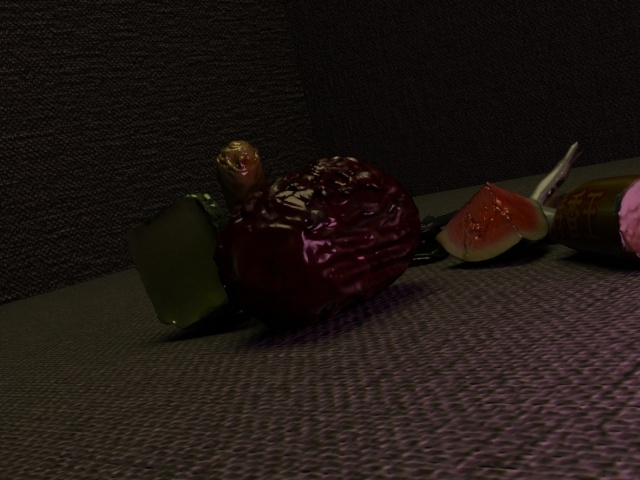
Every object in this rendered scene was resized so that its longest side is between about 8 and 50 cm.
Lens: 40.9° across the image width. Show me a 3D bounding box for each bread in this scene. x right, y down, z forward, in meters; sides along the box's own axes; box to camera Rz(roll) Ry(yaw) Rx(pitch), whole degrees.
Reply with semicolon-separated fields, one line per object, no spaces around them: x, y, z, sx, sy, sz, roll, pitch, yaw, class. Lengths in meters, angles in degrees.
-0.102;-0.019;1.416;0.077;0.367;0.084;-21;51;-8;bread

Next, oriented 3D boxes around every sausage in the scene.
0.411;-0.038;1.220;0.117;0.125;0.317;28;0;-8;sausage

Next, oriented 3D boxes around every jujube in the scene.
0.000;0.000;1.279;0.259;0.258;0.377;-10;-1;31;jujube

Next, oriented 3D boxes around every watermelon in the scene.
0.304;-0.010;1.432;0.193;0.137;0.145;-22;49;-4;watermelon

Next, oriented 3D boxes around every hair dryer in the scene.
0.440;-0.078;1.551;0.267;0.092;0.229;-39;27;-6;hair dryer

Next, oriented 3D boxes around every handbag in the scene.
0.148;0.005;1.737;0.248;0.079;0.260;-10;4;20;handbag

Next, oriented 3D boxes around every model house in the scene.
-0.178;0.037;1.439;0.170;0.193;0.211;-33;-12;19;model house

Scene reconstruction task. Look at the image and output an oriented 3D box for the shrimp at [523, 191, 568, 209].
0.489;-0.061;1.699;0.168;0.077;0.317;-4;4;-29;shrimp
